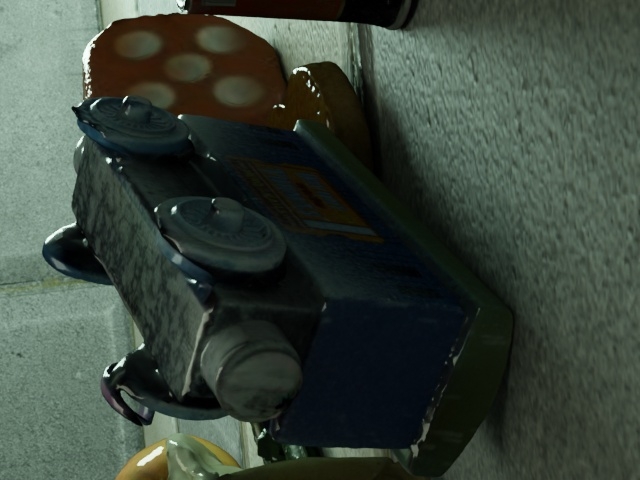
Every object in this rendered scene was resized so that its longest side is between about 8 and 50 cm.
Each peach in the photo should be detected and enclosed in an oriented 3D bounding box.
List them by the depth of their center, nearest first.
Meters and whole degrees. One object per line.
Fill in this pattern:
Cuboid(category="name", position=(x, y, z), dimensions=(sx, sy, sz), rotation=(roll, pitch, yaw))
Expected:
Cuboid(category="peach", position=(-0.159, 0.315, 1.611), dimensions=(0.184, 0.184, 0.184), rotation=(174, 90, -77))

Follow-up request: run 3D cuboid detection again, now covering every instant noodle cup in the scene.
Cuboid(category="instant noodle cup", position=(-0.021, -0.185, 0.844), dimensions=(0.127, 0.136, 0.127), rotation=(174, 90, -78))

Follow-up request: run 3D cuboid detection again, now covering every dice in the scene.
Cuboid(category="dice", position=(-0.125, -0.090, 1.253), dimensions=(0.179, 0.175, 0.174), rotation=(-111, 19, -46))

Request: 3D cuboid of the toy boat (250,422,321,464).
Cuboid(category="toy boat", position=(-0.025, 0.204, 1.235), dimensions=(0.210, 0.052, 0.104), rotation=(-117, 21, -54))

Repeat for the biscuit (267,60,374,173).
Cuboid(category="biscuit", position=(0.000, 0.000, 1.044), dimensions=(0.290, 0.041, 0.208), rotation=(100, 156, -44))

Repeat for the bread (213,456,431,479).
Cuboid(category="bread", position=(-0.004, 0.239, 0.847), dimensions=(0.210, 0.192, 0.110), rotation=(-112, 19, -49))

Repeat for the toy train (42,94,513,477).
Cuboid(category="toy train", position=(-0.038, 0.010, 0.804), dimensions=(0.299, 0.202, 0.131), rotation=(51, 128, 54))

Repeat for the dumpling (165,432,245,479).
Cuboid(category="dumpling", position=(-0.067, 0.347, 1.346), dimensions=(0.243, 0.187, 0.318), rotation=(32, -131, -54))
